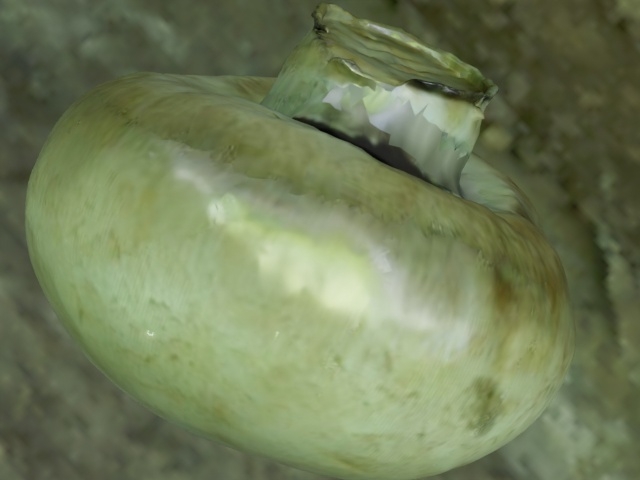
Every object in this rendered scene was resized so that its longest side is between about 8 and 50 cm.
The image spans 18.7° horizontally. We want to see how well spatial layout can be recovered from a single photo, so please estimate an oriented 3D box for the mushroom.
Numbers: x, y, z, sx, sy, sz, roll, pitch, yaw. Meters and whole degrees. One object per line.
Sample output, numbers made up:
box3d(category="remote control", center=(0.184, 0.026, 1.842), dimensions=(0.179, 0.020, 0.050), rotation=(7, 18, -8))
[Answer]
box3d(category="mushroom", center=(0.000, 0.000, 1.170), dimensions=(0.352, 0.260, 0.352), rotation=(23, -168, -5))
